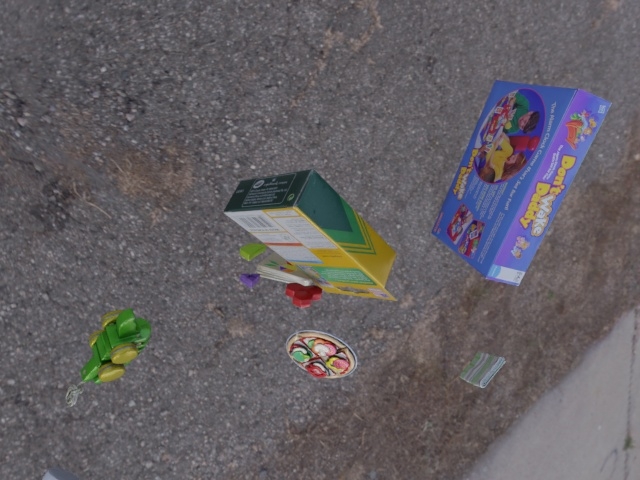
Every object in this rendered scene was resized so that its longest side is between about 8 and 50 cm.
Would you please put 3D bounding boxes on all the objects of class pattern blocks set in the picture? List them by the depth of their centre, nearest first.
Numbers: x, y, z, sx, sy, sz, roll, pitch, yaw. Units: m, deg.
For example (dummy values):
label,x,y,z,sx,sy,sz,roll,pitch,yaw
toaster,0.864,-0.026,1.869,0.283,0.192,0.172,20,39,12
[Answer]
label,x,y,z,sx,sy,sz,roll,pitch,yaw
pattern blocks set,-0.063,0.060,1.094,0.325,0.285,0.026,-29,132,-57

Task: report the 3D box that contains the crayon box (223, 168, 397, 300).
label,x,y,z,sx,sy,sz,roll,pitch,yaw
crayon box,0.000,0.000,0.867,0.323,0.203,0.083,42,62,-37

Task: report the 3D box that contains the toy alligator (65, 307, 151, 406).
label,x,y,z,sx,sy,sz,roll,pitch,yaw
toy alligator,-0.251,0.142,0.546,0.051,0.056,0.190,6,133,-49

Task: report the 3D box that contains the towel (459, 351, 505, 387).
label,x,y,z,sx,sy,sz,roll,pitch,yaw
towel,0.491,0.391,1.379,0.023,0.152,0.113,44,80,-1

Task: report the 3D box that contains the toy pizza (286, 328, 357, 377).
label,x,y,z,sx,sy,sz,roll,pitch,yaw
toy pizza,-0.001,0.316,1.214,0.032,0.201,0.201,-66,142,-47

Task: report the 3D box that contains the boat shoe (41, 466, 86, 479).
label,x,y,z,sx,sy,sz,roll,pitch,yaw
boat shoe,-0.481,0.588,0.926,0.113,0.306,0.105,70,42,-64

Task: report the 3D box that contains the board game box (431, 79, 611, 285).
label,x,y,z,sx,sy,sz,roll,pitch,yaw
board game box,0.363,-0.121,0.878,0.078,0.233,0.347,13,109,-18
